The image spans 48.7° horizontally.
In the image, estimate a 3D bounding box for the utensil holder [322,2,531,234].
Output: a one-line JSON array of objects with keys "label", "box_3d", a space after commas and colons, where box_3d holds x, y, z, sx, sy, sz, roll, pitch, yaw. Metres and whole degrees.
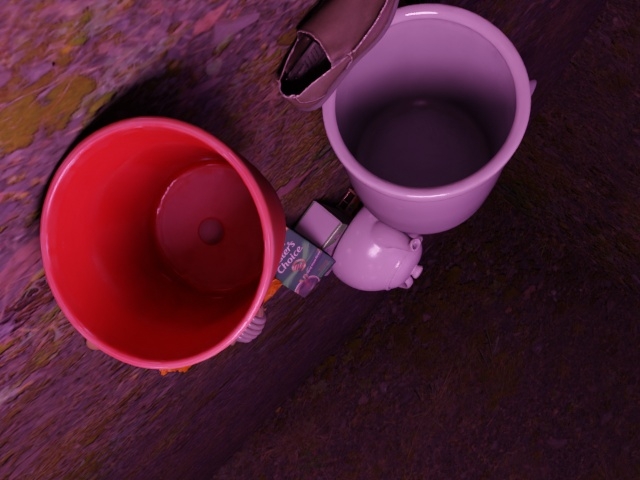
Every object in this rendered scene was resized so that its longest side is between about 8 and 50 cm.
[{"label": "utensil holder", "box_3d": [0.189, -0.189, 1.295, 0.327, 0.327, 0.385, -49, 167, -3]}]

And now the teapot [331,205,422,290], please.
[{"label": "teapot", "box_3d": [0.158, 0.030, 1.675, 0.256, 0.187, 0.252, -35, 155, -58]}]

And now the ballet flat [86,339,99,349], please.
[{"label": "ballet flat", "box_3d": [-0.294, 0.104, 1.085, 0.080, 0.073, 0.232, -26, 153, -57]}]

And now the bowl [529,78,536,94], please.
[{"label": "bowl", "box_3d": [0.494, -0.386, 2.095, 0.298, 0.134, 0.298, -45, 165, -16]}]

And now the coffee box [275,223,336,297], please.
[{"label": "coffee box", "box_3d": [-0.063, 0.040, 1.502, 0.113, 0.040, 0.184, -49, 132, 4]}]

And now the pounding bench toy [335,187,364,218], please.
[{"label": "pounding bench toy", "box_3d": [0.088, -0.094, 1.777, 0.065, 0.052, 0.083, -53, 166, 11]}]

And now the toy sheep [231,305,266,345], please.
[{"label": "toy sheep", "box_3d": [-0.175, 0.191, 1.641, 0.132, 0.091, 0.091, -55, 165, 22]}]

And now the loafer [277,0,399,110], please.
[{"label": "loafer", "box_3d": [0.022, -0.286, 0.996, 0.251, 0.094, 0.087, -56, 169, 24]}]

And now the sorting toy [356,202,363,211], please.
[{"label": "sorting toy", "box_3d": [0.125, -0.078, 1.846, 0.042, 0.102, 0.061, -55, -151, -3]}]

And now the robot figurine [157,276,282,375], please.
[{"label": "robot figurine", "box_3d": [-0.213, 0.151, 1.378, 0.291, 0.085, 0.211, -40, 164, 0]}]

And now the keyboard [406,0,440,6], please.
[{"label": "keyboard", "box_3d": [0.185, -0.424, 1.286, 0.108, 0.023, 0.180, -50, 165, 2]}]

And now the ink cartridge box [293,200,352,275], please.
[{"label": "ink cartridge box", "box_3d": [0.000, 0.000, 1.672, 0.154, 0.093, 0.212, -53, 168, 7]}]

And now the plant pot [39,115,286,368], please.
[{"label": "plant pot", "box_3d": [-0.162, -0.006, 0.873, 0.275, 0.275, 0.243, -52, 176, 10]}]
